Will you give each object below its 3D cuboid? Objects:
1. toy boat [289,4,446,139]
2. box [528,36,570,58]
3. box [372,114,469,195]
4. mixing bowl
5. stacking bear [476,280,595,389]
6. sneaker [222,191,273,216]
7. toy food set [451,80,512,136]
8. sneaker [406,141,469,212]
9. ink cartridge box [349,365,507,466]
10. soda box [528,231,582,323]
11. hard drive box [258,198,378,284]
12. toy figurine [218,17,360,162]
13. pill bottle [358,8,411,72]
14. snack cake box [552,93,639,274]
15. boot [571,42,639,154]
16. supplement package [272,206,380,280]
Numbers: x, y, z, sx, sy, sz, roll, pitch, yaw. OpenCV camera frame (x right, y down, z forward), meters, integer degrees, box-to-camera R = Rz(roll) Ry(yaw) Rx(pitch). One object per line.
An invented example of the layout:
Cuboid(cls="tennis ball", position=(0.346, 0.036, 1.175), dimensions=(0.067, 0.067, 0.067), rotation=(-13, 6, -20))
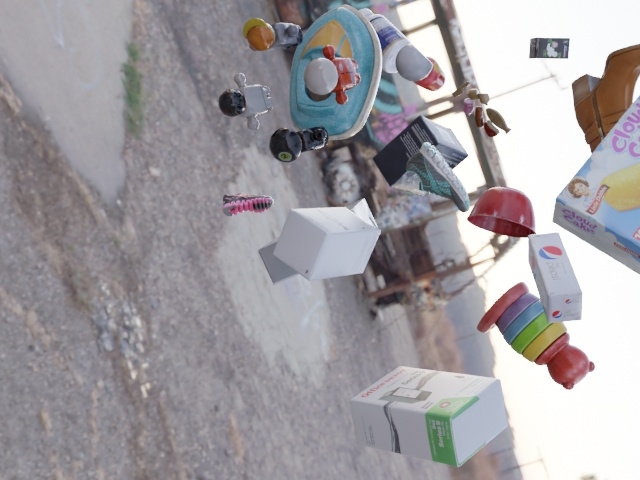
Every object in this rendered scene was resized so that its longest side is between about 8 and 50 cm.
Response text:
Cuboid(cls="toy boat", position=(0.076, -0.325, 1.547), dimensions=(0.148, 0.318, 0.267), rotation=(13, 83, -62))
Cuboid(cls="box", position=(0.556, -0.467, 1.981), dimensions=(0.062, 0.083, 0.052), rotation=(-91, -178, -78))
Cuboid(cls="box", position=(0.236, -0.196, 1.913), dimensions=(0.156, 0.158, 0.093), rotation=(10, 46, -53))
Cuboid(cls="mixing bowl", position=(0.475, -0.079, 2.089), dimensions=(0.181, 0.182, 0.098), rotation=(49, 57, -73))
Cuboid(cls="stacking bear", position=(0.581, 0.260, 2.140), dimensions=(0.289, 0.175, 0.164), rotation=(47, -22, 22))
Cuboid(cls="sneaker", position=(-0.168, -0.092, 1.853), dimensions=(0.047, 0.119, 0.057), rotation=(99, -22, -45))
Cuboid(cls="toy food set", position=(0.301, -0.241, 1.518), dimensions=(0.122, 0.019, 0.078), rotation=(51, -29, -3))
Cuboid(cls="sneaker", position=(0.236, -0.116, 1.645), dimensions=(0.166, 0.076, 0.065), rotation=(51, 21, -9))
Cuboid(cls="ink cartridge box", position=(0.241, 0.391, 1.850), dimensions=(0.211, 0.289, 0.121), rotation=(-23, 106, -45))
Cuboid(cls="soda box", position=(0.482, 0.073, 1.683), dimensions=(0.216, 0.069, 0.073), rotation=(-89, 171, -55))
Cuboid(cls="hard drive box", position=(0.000, 0.000, 1.834), dimensions=(0.089, 0.232, 0.181), rotation=(66, 16, -5))
Cuboid(cls="toy figurine", position=(-0.061, -0.262, 1.414), dimensions=(0.209, 0.213, 0.148), rotation=(38, 27, 14))
Cuboid(cls="pill bottle", position=(0.146, -0.501, 2.026), dimensions=(0.169, 0.094, 0.094), rotation=(52, -4, 29))
Cuboid(cls="snack cake box", position=(0.474, -0.100, 1.167), dimensions=(0.152, 0.264, 0.089), rotation=(36, -12, 24))
Cuboid(cls="boot", position=(0.744, -0.344, 2.014), dimensions=(0.283, 0.109, 0.220), rotation=(-30, -116, 51))
Cuboid(cls="supplement package", position=(0.014, 0.003, 1.599), dimensions=(0.105, 0.105, 0.179), rotation=(35, 24, 31))
